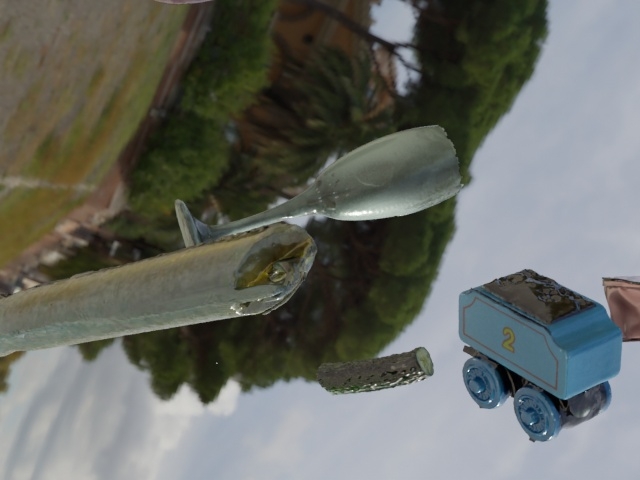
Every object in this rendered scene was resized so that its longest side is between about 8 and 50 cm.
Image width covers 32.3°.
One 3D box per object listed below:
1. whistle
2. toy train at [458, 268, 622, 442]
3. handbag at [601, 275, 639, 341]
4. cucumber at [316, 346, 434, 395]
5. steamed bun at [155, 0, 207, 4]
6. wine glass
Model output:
[{"bbox_3d":[-0.147,0.047,0.860,0.326,0.057,0.068,-11,-147,32],"label":"whistle"},{"bbox_3d":[0.393,0.201,2.039,0.300,0.188,0.265,29,-50,50],"label":"toy train"},{"bbox_3d":[0.623,0.125,2.058,0.205,0.179,0.117,-2,-90,41],"label":"handbag"},{"bbox_3d":[0.086,0.206,1.718,0.187,0.058,0.058,-13,-131,29],"label":"cucumber"},{"bbox_3d":[-0.146,-0.444,1.370,0.379,0.235,0.248,-16,-120,18],"label":"steamed bun"},{"bbox_3d":[0.000,0.000,1.289,0.264,0.309,0.096,91,-23,-57],"label":"wine glass"}]
